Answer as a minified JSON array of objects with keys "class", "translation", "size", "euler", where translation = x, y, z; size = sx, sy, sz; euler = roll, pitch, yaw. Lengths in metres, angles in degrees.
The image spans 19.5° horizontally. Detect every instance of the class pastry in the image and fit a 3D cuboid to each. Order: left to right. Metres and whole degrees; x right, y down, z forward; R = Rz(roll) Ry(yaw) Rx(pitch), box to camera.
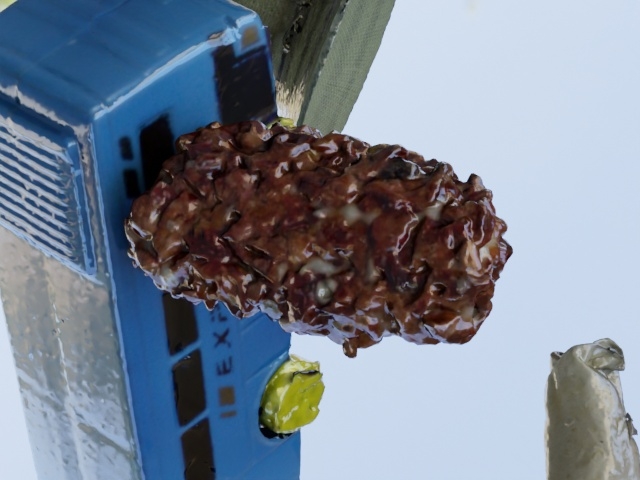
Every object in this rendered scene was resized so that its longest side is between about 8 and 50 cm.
[{"class":"pastry","translation":[0.000,-0.002,0.978],"size":[0.208,0.097,0.115],"euler":[10,-88,20]}]

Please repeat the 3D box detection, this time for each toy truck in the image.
[{"class":"toy truck","translation":[-0.106,0.022,1.150],"size":[0.161,0.385,0.162],"euler":[29,-132,35]}]

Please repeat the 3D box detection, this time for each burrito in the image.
[{"class":"burrito","translation":[0.205,0.183,1.370],"size":[0.060,0.087,0.226],"euler":[-26,-117,54]}]

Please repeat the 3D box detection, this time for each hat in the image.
[{"class":"hat","translation":[-0.023,-0.155,1.338],"size":[0.252,0.110,0.252],"euler":[22,90,-84]}]
